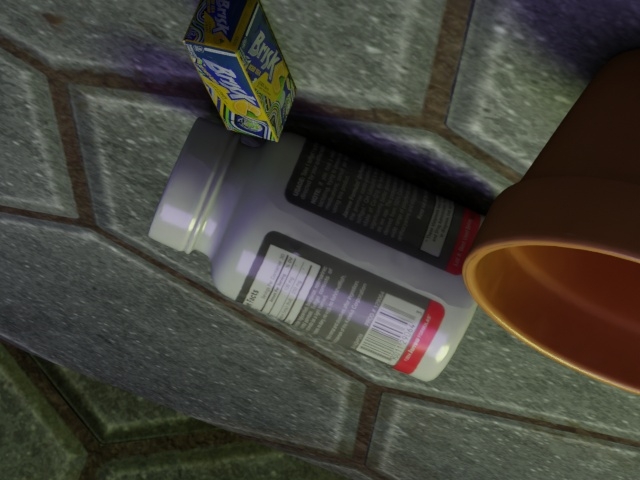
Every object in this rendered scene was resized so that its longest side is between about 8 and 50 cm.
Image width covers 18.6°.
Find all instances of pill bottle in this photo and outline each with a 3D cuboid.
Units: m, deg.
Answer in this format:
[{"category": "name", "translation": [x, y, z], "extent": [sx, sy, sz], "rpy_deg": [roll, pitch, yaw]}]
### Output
[{"category": "pill bottle", "translation": [0.000, 0.000, 1.923], "extent": [0.318, 0.176, 0.176], "rpy_deg": [24, 161, -3]}]

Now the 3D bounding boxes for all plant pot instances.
[{"category": "plant pot", "translation": [0.281, -0.015, 1.535], "extent": [0.291, 0.203, 0.291], "rpy_deg": [20, 160, 8]}]

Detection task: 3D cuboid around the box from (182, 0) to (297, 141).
[{"category": "box", "translation": [-0.070, -0.156, 1.765], "extent": [0.054, 0.059, 0.169], "rpy_deg": [13, 159, 18]}]
